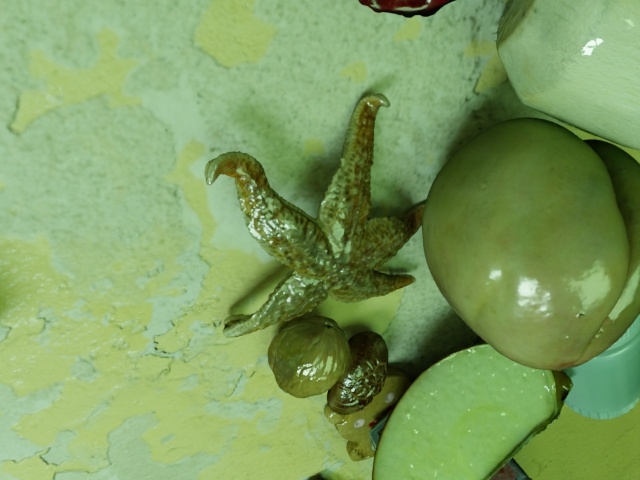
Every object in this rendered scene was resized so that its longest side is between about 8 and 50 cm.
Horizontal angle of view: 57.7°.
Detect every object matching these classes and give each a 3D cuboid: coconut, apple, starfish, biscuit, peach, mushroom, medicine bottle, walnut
[{"bbox_3d":[0.325,-0.217,0.592,0.247,0.245,0.245,25,110,-2],"label":"coconut"},{"bbox_3d":[0.209,0.289,0.862,0.346,0.179,0.254,-45,118,1],"label":"apple"},{"bbox_3d":[0.004,0.007,0.676,0.327,0.094,0.375,-44,136,1],"label":"starfish"},{"bbox_3d":[0.109,0.290,0.957,0.184,0.035,0.249,-39,130,-1],"label":"biscuit"},{"bbox_3d":[0.261,0.005,0.690,0.292,0.247,0.293,-2,93,-37],"label":"peach"},{"bbox_3d":[0.052,0.189,0.825,0.109,0.085,0.126,-5,121,-27],"label":"mushroom"},{"bbox_3d":[0.424,0.156,0.910,0.158,0.158,0.318,-36,134,-3],"label":"medicine bottle"},{"bbox_3d":[-0.016,0.151,0.752,0.105,0.105,0.124,16,130,-35],"label":"walnut"}]

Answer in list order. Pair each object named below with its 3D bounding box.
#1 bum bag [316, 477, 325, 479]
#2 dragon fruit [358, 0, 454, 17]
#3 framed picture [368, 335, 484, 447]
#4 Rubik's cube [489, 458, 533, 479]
[{"bbox_3d":[0.013,0.442,1.003,0.058,0.034,0.124,-39,131,11],"label":"bum bag"},{"bbox_3d":[0.140,-0.375,0.492,0.282,0.100,0.344,-8,126,-23],"label":"dragon fruit"},{"bbox_3d":[0.198,0.294,0.980,0.252,0.014,0.197,-36,127,-16],"label":"framed picture"},{"bbox_3d":[0.328,0.662,1.115,0.362,0.363,0.359,-36,128,-5],"label":"Rubik's cube"}]
